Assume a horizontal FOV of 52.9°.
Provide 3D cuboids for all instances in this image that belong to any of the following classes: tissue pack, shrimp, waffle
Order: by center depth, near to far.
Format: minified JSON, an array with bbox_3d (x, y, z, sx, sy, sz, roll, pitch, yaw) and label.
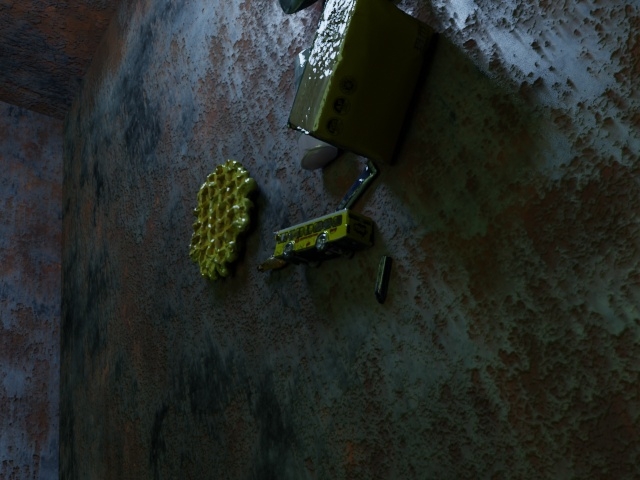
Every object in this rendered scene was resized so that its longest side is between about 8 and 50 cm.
[{"bbox_3d":[0.075,-0.293,1.163,0.134,0.192,0.271,24,97,56],"label":"tissue pack"},{"bbox_3d":[-0.104,0.029,1.433,0.127,0.025,0.091,-34,51,37],"label":"shrimp"},{"bbox_3d":[-0.258,-0.055,1.652,0.307,0.060,0.312,18,90,56],"label":"waffle"}]

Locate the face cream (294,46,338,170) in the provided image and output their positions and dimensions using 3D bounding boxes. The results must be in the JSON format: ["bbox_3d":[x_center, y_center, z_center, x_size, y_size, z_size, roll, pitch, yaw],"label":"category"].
[{"bbox_3d":[-0.013,-0.287,1.387,0.107,0.073,0.270,-36,49,48],"label":"face cream"}]

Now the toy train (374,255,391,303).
[{"bbox_3d":[0.108,0.069,1.128,0.017,0.017,0.083,-1,77,55],"label":"toy train"}]

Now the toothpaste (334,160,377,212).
[{"bbox_3d":[0.065,-0.091,1.249,0.140,0.021,0.037,-54,39,24],"label":"toothpaste"}]

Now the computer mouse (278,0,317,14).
[{"bbox_3d":[0.024,-0.690,1.489,0.167,0.090,0.379,41,105,47],"label":"computer mouse"}]

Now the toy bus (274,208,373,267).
[{"bbox_3d":[0.000,0.000,1.249,0.226,0.081,0.074,-17,62,50],"label":"toy bus"}]
